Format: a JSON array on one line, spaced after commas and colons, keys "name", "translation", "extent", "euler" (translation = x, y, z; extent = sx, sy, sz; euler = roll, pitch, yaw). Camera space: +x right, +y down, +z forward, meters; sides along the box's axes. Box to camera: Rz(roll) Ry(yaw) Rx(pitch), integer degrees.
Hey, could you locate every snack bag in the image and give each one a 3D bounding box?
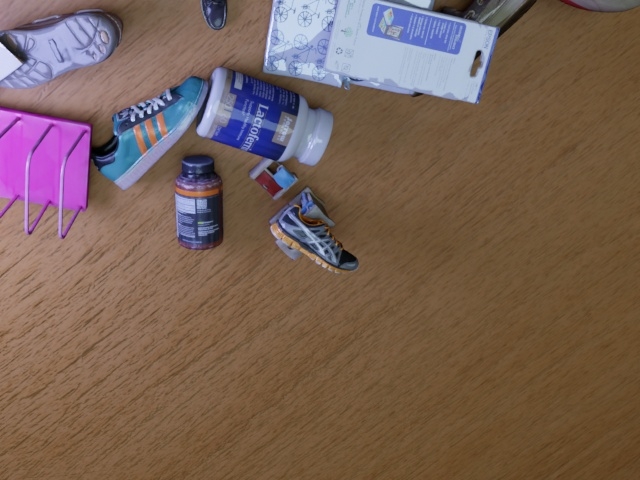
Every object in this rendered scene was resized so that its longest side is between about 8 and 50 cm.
[{"name": "snack bag", "translation": [0.069, -0.474, 1.633], "extent": [0.343, 0.037, 0.323], "euler": [12, 110, -2]}]

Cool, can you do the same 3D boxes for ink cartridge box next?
[{"name": "ink cartridge box", "translation": [0.182, -0.394, 1.610], "extent": [0.333, 0.065, 0.165], "euler": [13, 108, -3]}]

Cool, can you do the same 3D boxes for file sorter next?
[{"name": "file sorter", "translation": [-0.630, -0.136, 1.574], "extent": [0.291, 0.182, 0.202], "euler": [10, 120, -6]}]

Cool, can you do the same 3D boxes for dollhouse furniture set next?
[{"name": "dollhouse furniture set", "translation": [-0.085, -0.077, 1.764], "extent": [0.129, 0.129, 0.184], "euler": [-42, 115, 9]}]

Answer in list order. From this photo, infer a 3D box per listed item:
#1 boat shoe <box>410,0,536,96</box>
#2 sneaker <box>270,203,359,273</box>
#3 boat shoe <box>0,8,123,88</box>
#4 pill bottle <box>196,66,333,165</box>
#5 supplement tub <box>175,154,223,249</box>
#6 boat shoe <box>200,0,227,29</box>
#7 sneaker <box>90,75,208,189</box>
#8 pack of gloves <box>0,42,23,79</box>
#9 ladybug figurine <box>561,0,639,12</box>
[{"name": "boat shoe", "translation": [0.303, -0.454, 1.694], "extent": [0.342, 0.123, 0.123], "euler": [-41, 84, 20]}, {"name": "sneaker", "translation": [0.000, 0.000, 1.699], "extent": [0.215, 0.084, 0.083], "euler": [30, 101, -21]}, {"name": "boat shoe", "translation": [-0.533, -0.382, 1.556], "extent": [0.324, 0.116, 0.123], "euler": [-5, 119, 15]}, {"name": "pill bottle", "translation": [-0.117, -0.256, 1.668], "extent": [0.265, 0.153, 0.153], "euler": [16, 110, -17]}, {"name": "supplement tub", "translation": [-0.268, -0.085, 1.742], "extent": [0.106, 0.106, 0.198], "euler": [-2, 113, -10]}, {"name": "boat shoe", "translation": [-0.218, -0.502, 1.597], "extent": [0.056, 0.049, 0.152], "euler": [-8, 115, -7]}, {"name": "sneaker", "translation": [-0.365, -0.245, 1.651], "extent": [0.302, 0.108, 0.121], "euler": [-45, 118, 12]}, {"name": "pack of gloves", "translation": [-0.708, -0.373, 1.537], "extent": [0.232, 0.046, 0.195], "euler": [-25, 122, 36]}, {"name": "ladybug figurine", "translation": [0.492, -0.628, 1.583], "extent": [0.449, 0.162, 0.305], "euler": [33, 73, -20]}]
